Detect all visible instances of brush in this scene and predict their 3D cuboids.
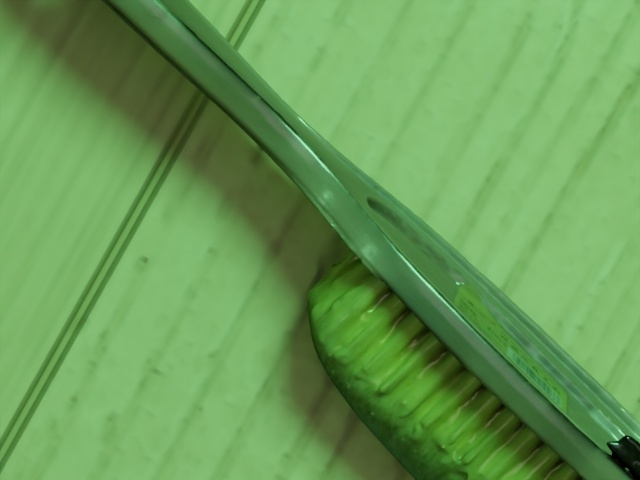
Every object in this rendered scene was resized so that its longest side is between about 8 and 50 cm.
[{"bbox_3d":[-0.001,0.001,0.588,0.313,0.072,0.067,45,100,-5],"label":"brush"}]
